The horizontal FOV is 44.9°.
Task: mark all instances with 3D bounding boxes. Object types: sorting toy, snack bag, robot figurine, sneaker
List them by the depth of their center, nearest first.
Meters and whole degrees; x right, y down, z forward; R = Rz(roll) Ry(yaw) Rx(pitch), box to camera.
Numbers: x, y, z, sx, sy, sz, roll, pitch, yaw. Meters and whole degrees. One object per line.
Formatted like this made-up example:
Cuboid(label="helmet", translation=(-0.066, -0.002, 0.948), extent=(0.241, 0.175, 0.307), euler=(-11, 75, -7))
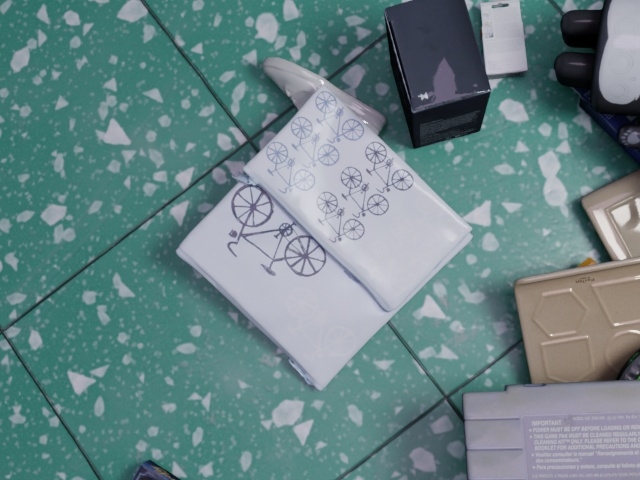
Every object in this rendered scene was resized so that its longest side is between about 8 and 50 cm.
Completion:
Cuboid(label="robot figurine", translation=(0.463, -0.248, 1.040), extent=(0.278, 0.209, 0.173), euler=(8, 42, 20))
Cuboid(label="sorting toy", translation=(0.381, 0.125, 1.083), extent=(0.193, 0.038, 0.208), euler=(-11, 109, 10))
Cuboid(label="sorting toy", translation=(0.498, -0.012, 1.118), extent=(0.348, 0.047, 0.195), euler=(-26, 78, 3))
Cuboid(label="snack bag", translation=(0.000, 0.000, 1.144), extent=(0.323, 0.037, 0.342), euler=(45, 91, -5))
Cuboid(label="sneaker", translation=(-0.010, -0.202, 1.186), extent=(0.212, 0.080, 0.094), euler=(32, 100, 8))

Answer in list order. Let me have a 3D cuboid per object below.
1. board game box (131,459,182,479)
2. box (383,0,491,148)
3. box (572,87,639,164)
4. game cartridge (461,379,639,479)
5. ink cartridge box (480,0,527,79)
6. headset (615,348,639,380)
Cuboid(label="board game box", translation=(-0.255, 0.478, 1.155), extent=(0.165, 0.042, 0.243), euler=(29, 88, 9))
Cuboid(label="box", translation=(0.163, -0.235, 1.097), extent=(0.108, 0.207, 0.153), euler=(-15, 83, 5))
Cuboid(label="box", translation=(0.481, -0.194, 1.125), extent=(0.136, 0.036, 0.225), euler=(-37, 67, 2))
Cuboid(label="game cartridge", translation=(0.358, 0.287, 0.946), extent=(0.355, 0.068, 0.230), euler=(-4, 67, 12))
Cuboid(label="ink cartridge box", translation=(0.277, -0.306, 1.182), extent=(0.063, 0.029, 0.115), euler=(-5, 82, 7))
Cuboid(label="headset", translation=(0.540, 0.309, 1.019), extent=(0.244, 0.185, 0.393), euler=(-23, 77, 14))
